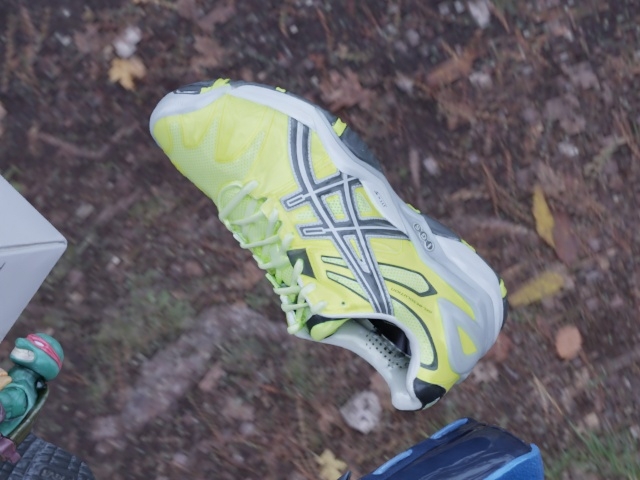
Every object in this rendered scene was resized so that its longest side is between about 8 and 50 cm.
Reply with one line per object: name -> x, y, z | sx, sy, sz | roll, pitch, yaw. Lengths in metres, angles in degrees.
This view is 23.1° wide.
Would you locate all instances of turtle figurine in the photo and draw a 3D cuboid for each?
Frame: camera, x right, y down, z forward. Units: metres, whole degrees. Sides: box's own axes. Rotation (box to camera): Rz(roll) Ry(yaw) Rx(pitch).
turtle figurine -> -0.270, 0.124, 1.171 | 0.118, 0.175, 0.234 | 46, 68, -13

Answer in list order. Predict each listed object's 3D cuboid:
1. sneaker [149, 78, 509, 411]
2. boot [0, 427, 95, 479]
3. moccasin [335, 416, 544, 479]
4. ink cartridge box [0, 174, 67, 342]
sneaker -> 0.000, 0.000, 1.427 | 0.385, 0.145, 0.147 | 37, 54, -5
boot -> -0.470, 0.254, 2.069 | 0.223, 0.338, 0.118 | 1, 45, 49
moccasin -> 0.045, 0.270, 1.406 | 0.342, 0.137, 0.117 | -21, 36, -29
ink cartridge box -> -0.261, -0.005, 0.856 | 0.203, 0.086, 0.148 | 43, 109, 16
